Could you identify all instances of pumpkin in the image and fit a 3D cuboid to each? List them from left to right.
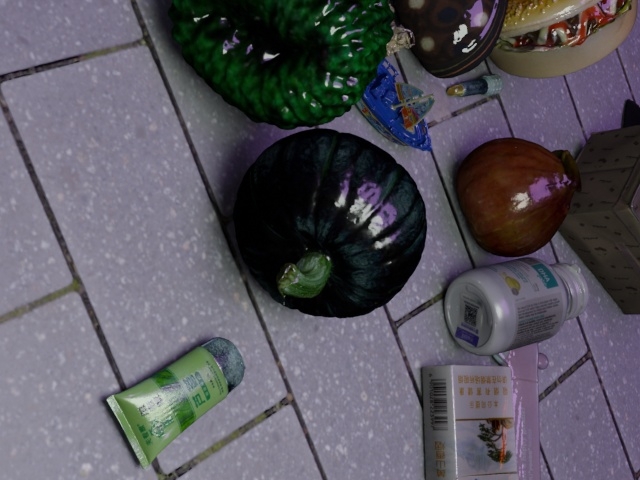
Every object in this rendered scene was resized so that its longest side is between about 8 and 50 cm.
[{"bbox_3d":[0.000,0.000,1.182,0.248,0.248,0.248,10,74,-40],"label":"pumpkin"}]

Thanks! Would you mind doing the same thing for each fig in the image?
[{"bbox_3d":[0.317,-0.077,1.528,0.205,0.205,0.205,10,74,-40],"label":"fig"}]

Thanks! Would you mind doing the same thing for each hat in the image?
[{"bbox_3d":[-0.017,-0.302,1.253,0.274,0.242,0.332,40,33,2],"label":"hat"}]

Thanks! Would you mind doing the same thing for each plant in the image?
[{"bbox_3d":[0.088,-0.332,1.425,0.104,0.116,0.122,-14,106,-39],"label":"plant"}]

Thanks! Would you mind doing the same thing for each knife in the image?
[{"bbox_3d":[0.317,0.314,1.539,0.132,0.038,0.399,11,70,-28],"label":"knife"}]

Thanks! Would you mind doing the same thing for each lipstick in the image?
[{"bbox_3d":[0.258,-0.257,1.621,0.116,0.037,0.037,-15,91,-39],"label":"lipstick"}]

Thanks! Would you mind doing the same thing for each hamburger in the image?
[{"bbox_3d":[0.383,-0.405,1.593,0.302,0.302,0.170,-60,136,-32],"label":"hamburger"}]

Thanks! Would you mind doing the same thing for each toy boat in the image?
[{"bbox_3d":[0.126,-0.200,1.439,0.175,0.110,0.091,50,53,-25],"label":"toy boat"}]

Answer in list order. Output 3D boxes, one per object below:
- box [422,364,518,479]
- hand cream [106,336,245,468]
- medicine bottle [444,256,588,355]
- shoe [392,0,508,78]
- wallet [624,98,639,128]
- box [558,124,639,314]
[{"bbox_3d":[0.225,0.305,1.447,0.149,0.067,0.233,7,77,-40],"label":"box"},{"bbox_3d":[-0.163,0.181,1.142,0.175,0.046,0.095,-34,106,-39],"label":"hand cream"},{"bbox_3d":[0.312,0.096,1.504,0.215,0.135,0.135,-11,88,-32],"label":"medicine bottle"},{"bbox_3d":[0.164,-0.456,1.484,0.237,0.171,0.384,18,68,-45],"label":"shoe"},{"bbox_3d":[0.721,-0.117,2.000,0.323,0.041,0.247,28,62,-28],"label":"wallet"},{"bbox_3d":[0.595,-0.036,1.755,0.297,0.190,0.225,47,61,-26],"label":"box"}]
